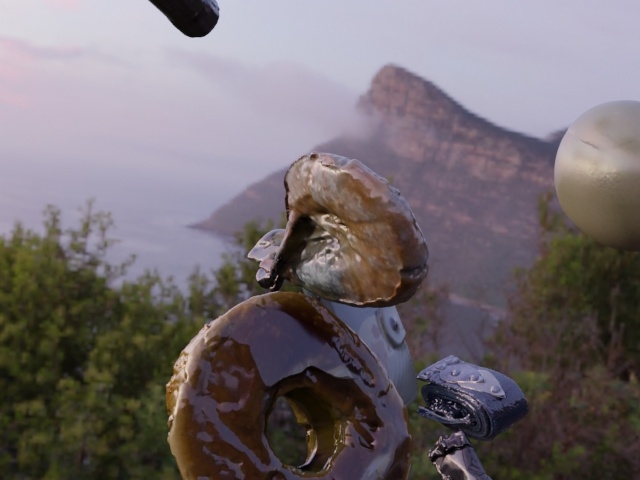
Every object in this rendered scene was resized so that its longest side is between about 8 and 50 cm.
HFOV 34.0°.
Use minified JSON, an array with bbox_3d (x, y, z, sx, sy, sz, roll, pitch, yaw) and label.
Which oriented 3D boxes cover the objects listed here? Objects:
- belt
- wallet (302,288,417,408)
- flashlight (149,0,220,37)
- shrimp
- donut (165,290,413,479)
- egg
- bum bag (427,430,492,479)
[{"bbox_3d":[0.274,0.306,1.954,0.128,0.122,0.218,-26,17,-27],"label":"belt"},{"bbox_3d":[0.090,0.188,2.077,0.083,0.360,0.252,-20,5,32],"label":"wallet"},{"bbox_3d":[-0.263,-0.428,1.685,0.103,0.103,0.424,9,-5,15],"label":"flashlight"},{"bbox_3d":[0.000,0.000,1.397,0.110,0.221,0.445,-36,7,-25],"label":"shrimp"},{"bbox_3d":[-0.043,0.232,1.263,0.330,0.330,0.160,6,-14,-23],"label":"donut"},{"bbox_3d":[0.465,-0.098,1.576,0.219,0.219,0.269,7,21,-13],"label":"egg"},{"bbox_3d":[0.247,0.410,1.788,0.049,0.087,0.198,33,20,-46],"label":"bum bag"}]
